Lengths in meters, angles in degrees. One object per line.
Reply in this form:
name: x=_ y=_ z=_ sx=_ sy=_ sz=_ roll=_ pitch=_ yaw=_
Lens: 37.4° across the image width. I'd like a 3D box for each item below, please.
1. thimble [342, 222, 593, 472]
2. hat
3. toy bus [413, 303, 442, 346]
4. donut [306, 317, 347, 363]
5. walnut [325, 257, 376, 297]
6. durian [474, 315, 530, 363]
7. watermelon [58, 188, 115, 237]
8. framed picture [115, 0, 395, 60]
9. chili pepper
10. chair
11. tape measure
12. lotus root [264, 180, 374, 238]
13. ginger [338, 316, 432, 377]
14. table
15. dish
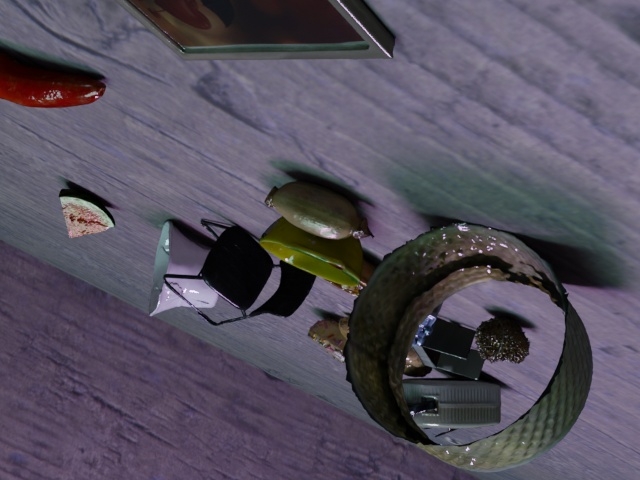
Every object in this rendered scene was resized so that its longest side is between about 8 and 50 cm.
thimble: x=0.178 y=0.131 z=1.109 sx=0.271 sy=0.271 sz=0.150 roll=15 pitch=163 yaw=35
hat: x=-0.257 y=0.064 z=1.838 sx=0.126 sy=0.203 sz=0.203 roll=10 pitch=170 yaw=-18
toy bus: x=0.147 y=0.112 z=1.471 sx=0.064 sy=0.075 sz=0.190 roll=22 pitch=164 yaw=5
donut: x=0.028 y=0.208 z=2.003 sx=0.108 sy=0.065 sz=0.166 roll=38 pitch=175 yaw=5
walnut: x=0.058 y=0.052 z=1.454 sx=0.091 sy=0.052 sz=0.121 roll=10 pitch=162 yaw=41
durian: x=0.273 y=0.153 z=1.412 sx=0.091 sy=0.080 sz=0.080 roll=27 pitch=166 yaw=-20
watermelon: x=-0.491 y=-0.047 z=1.935 sx=0.125 sy=0.094 sz=0.135 roll=24 pitch=170 yaw=-22
framed picture: x=-0.098 y=-0.223 z=0.814 sx=0.289 sy=0.020 sz=0.211 roll=10 pitch=160 yaw=44
chili pepper: x=-0.389 y=-0.211 z=1.263 sx=0.272 sy=0.063 sz=0.071 roll=15 pitch=175 yaw=25
chair: x=-0.133 y=0.054 z=1.621 sx=0.221 sy=0.140 sz=0.145 roll=-3 pitch=139 yaw=48
tape measure: x=0.237 y=0.337 z=1.927 sx=0.207 sy=0.115 sz=0.235 roll=1 pitch=174 yaw=-21
lotus root: x=0.000 y=-0.038 z=1.213 sx=0.150 sy=0.062 sz=0.073 roll=21 pitch=177 yaw=12
ginger: x=0.131 y=0.220 z=1.910 sx=0.214 sy=0.059 sz=0.133 roll=22 pitch=161 yaw=5
table: x=0.192 y=0.175 z=1.652 sx=0.175 sy=0.062 sz=0.146 roll=16 pitch=163 yaw=23
dish: x=0.000 y=0.000 z=1.305 sx=0.149 sy=0.080 sz=0.207 roll=27 pitch=170 yaw=-22
